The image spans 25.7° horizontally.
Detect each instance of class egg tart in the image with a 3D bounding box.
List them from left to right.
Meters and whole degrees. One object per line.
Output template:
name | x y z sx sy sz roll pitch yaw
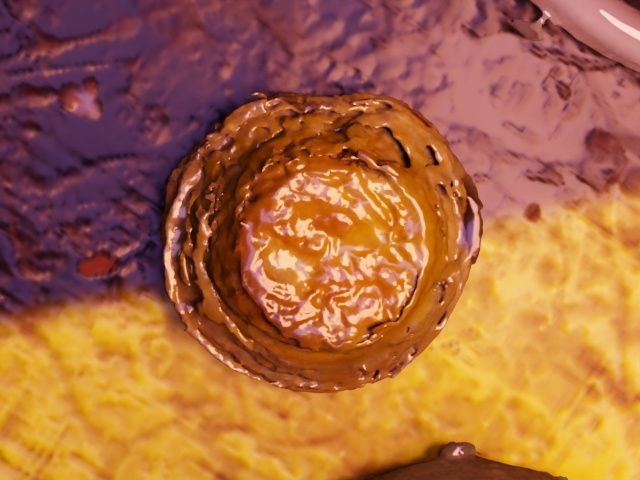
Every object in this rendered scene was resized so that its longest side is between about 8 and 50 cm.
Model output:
egg tart | 0.000 0.000 0.545 0.130 0.052 0.130 -1 99 -5

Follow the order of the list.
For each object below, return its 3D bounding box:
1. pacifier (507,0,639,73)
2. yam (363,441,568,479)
pacifier | 0.197 -0.167 0.464 0.332 0.220 0.273 30 93 -24
yam | 0.088 0.204 0.467 0.195 0.300 0.195 -4 103 -16
